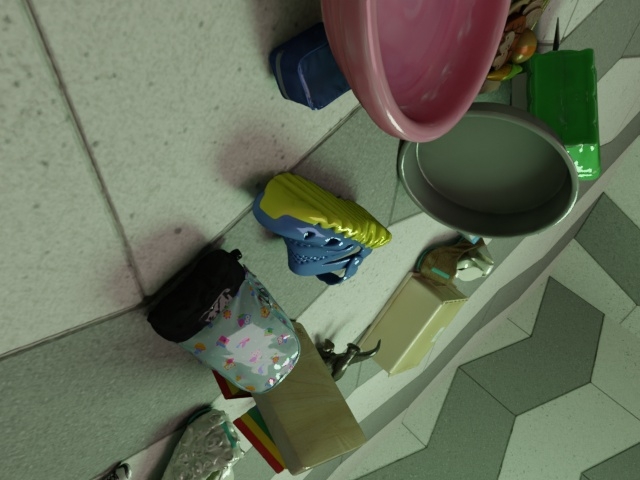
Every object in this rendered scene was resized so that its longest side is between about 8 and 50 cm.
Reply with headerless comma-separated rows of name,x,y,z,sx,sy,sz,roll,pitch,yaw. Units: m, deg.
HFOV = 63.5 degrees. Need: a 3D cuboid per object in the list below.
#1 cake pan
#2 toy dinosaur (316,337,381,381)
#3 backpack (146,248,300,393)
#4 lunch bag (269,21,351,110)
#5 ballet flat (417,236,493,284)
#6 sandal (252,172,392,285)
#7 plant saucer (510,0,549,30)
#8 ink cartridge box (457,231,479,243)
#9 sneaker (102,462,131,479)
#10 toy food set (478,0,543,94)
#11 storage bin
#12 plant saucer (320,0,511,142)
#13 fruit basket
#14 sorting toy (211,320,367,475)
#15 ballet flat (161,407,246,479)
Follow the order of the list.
cake pan,0.280,-0.115,0.877,0.293,0.293,0.054,85,27,-54
toy dinosaur,0.002,0.295,1.179,0.314,0.121,0.160,-35,162,-35
backpack,-0.114,0.119,0.691,0.152,0.115,0.182,-43,123,-4
lunch bag,-0.002,-0.195,0.565,0.098,0.065,0.067,-37,135,-21
ballet flat,0.394,0.056,1.406,0.343,0.124,0.116,-11,126,-51
sandal,0.000,0.000,0.762,0.138,0.126,0.317,-50,152,11
plant saucer,0.310,-0.376,0.817,0.188,0.045,0.188,-9,133,-51
ink cartridge box,0.427,-0.088,1.342,0.181,0.062,0.104,-50,153,3
sneaker,-0.348,0.404,0.852,0.083,0.032,0.037,-50,153,0
toy food set,0.296,-0.305,0.792,0.132,0.038,0.192,-25,144,-39
storage bin,0.266,0.226,1.441,0.262,0.123,0.260,-58,152,15
plant saucer,0.105,-0.272,0.527,0.332,0.084,0.331,-32,131,-45
fruit basket,0.451,-0.207,1.052,0.353,0.166,0.326,51,42,-74
sorting toy,-0.063,0.261,0.869,0.089,0.255,0.257,-38,155,13
ballet flat,-0.255,0.504,0.997,0.147,0.147,0.408,-9,132,-52
